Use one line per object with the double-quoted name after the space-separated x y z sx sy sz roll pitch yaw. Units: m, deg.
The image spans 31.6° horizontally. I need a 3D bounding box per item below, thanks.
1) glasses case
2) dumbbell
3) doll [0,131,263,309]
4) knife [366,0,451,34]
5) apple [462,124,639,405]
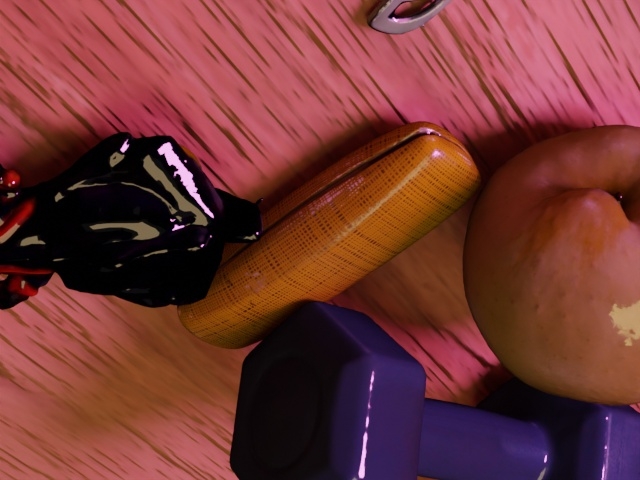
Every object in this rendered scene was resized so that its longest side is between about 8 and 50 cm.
0.000 0.000 0.770 0.234 0.064 0.079 -35 134 22 "glasses case"
0.095 0.148 0.833 0.325 0.160 0.144 16 104 -36 "dumbbell"
-0.159 -0.012 0.729 0.248 0.088 0.127 -6 154 9 "doll"
0.136 -0.213 0.631 0.043 0.020 0.293 30 122 -34 "knife"
0.186 0.018 0.744 0.200 0.200 0.200 -5 133 -5 "apple"
